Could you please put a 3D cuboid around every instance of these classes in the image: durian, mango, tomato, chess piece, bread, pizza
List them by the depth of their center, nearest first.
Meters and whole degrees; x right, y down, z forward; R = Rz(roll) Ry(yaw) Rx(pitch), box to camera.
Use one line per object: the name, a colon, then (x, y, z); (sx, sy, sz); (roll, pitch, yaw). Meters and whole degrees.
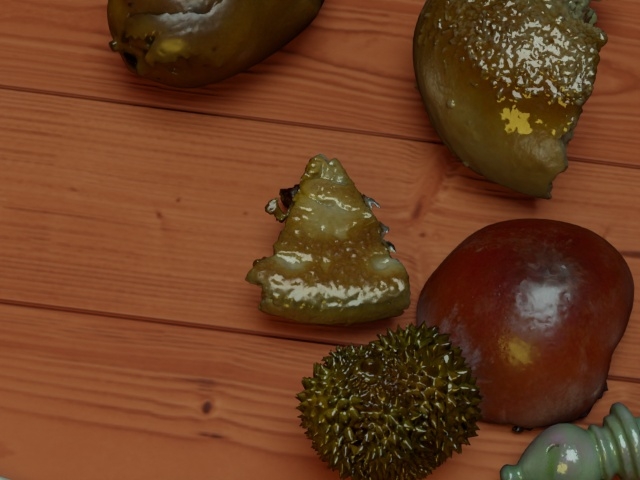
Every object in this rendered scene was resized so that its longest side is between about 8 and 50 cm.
durian: (0.063, 0.146, 1.240); (0.158, 0.168, 0.137); (-13, 52, 7)
chess piece: (0.292, 0.180, 1.276); (0.272, 0.139, 0.139); (-16, 61, -1)
tomato: (0.195, 0.054, 1.341); (0.199, 0.112, 0.228); (16, 56, 7)
pizza: (0.001, 0.001, 1.381); (0.154, 0.069, 0.193); (-1, 52, -5)
bread: (0.196, -0.213, 1.469); (0.192, 0.171, 0.314); (21, 58, 4)
mango: (-0.102, -0.270, 1.487); (0.201, 0.152, 0.287); (35, 62, 20)

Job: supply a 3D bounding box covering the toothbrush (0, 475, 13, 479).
toothbrush: (-0.244, 0.228, 1.242); (0.263, 0.026, 0.022); (22, 65, 9)
